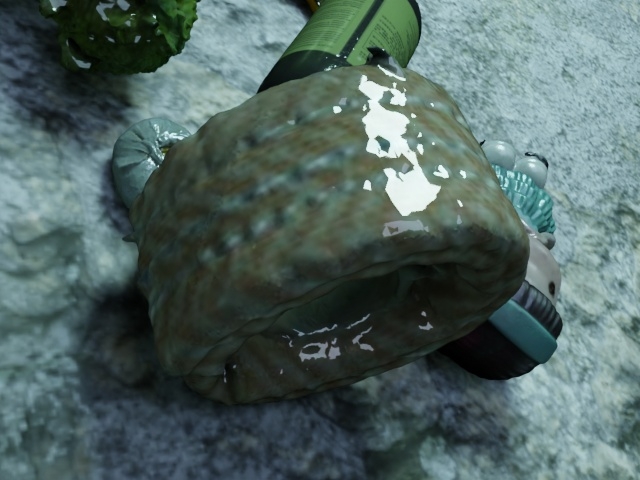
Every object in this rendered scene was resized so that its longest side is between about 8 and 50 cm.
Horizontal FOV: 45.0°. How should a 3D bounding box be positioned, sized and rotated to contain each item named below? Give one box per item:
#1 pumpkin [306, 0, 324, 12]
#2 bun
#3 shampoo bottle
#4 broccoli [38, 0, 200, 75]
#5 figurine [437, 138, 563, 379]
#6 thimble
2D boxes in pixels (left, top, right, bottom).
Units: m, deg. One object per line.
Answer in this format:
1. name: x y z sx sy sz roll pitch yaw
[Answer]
1. pumpkin: -0.001 -0.270 0.805 0.073 0.035 0.101 53 42 -16
2. bun: -0.112 -0.051 0.559 0.083 0.045 0.083 15 55 -23
3. shampoo bottle: 0.008 -0.129 0.663 0.101 0.101 0.284 37 45 -11
4. broccoli: -0.190 -0.237 0.574 0.254 0.186 0.302 40 88 -12
5. figurine: 0.145 0.008 0.675 0.138 0.110 0.245 26 45 -8
6. thimble: 0.005 0.001 0.500 0.196 0.229 0.148 54 13 -58
